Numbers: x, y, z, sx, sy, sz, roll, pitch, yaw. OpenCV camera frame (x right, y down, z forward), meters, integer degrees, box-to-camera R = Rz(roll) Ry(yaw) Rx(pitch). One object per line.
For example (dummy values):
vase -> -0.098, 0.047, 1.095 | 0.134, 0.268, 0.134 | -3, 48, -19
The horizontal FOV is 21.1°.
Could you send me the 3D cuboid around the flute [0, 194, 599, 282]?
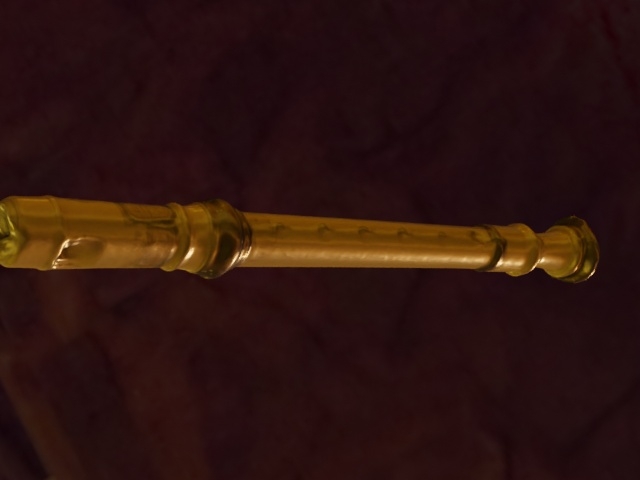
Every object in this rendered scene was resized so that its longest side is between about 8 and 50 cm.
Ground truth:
flute -> 0.000, 0.000, 0.553 | 0.233, 0.027, 0.027 | 3, -46, -37
